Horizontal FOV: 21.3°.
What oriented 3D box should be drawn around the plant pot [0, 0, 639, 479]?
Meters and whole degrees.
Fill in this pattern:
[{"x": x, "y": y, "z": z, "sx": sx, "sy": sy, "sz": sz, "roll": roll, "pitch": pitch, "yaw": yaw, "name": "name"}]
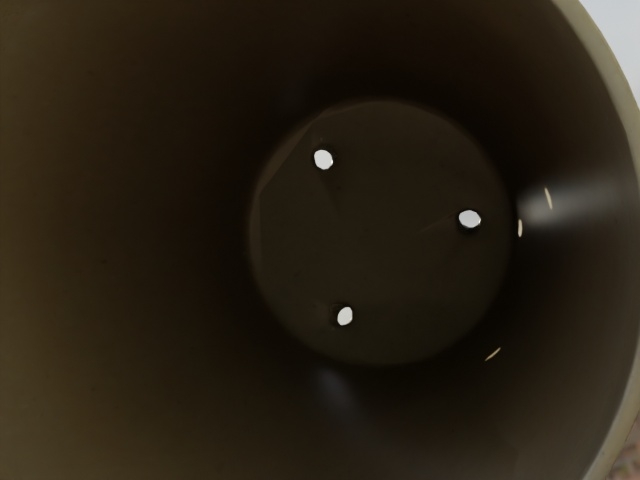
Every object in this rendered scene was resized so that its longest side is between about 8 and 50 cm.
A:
[{"x": 0.000, "y": 0.000, "z": 0.653, "sx": 0.256, "sy": 0.256, "sz": 0.274, "roll": -20, "pitch": -1, "yaw": 11, "name": "plant pot"}]
